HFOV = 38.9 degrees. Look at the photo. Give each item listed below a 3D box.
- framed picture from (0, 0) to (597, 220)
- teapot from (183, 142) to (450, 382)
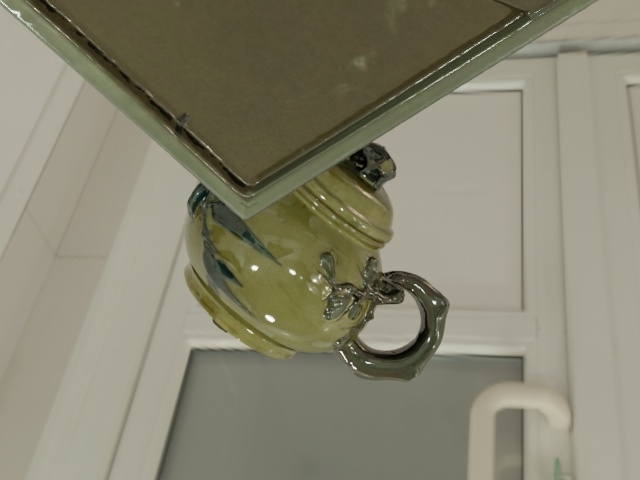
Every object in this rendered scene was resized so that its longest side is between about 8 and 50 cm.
[{"bbox_3d":[-0.034,-0.140,0.318,0.211,0.020,0.289,-31,131,19],"label":"framed picture"},{"bbox_3d":[0.000,0.000,0.735,0.269,0.173,0.182,38,101,-5],"label":"teapot"}]
